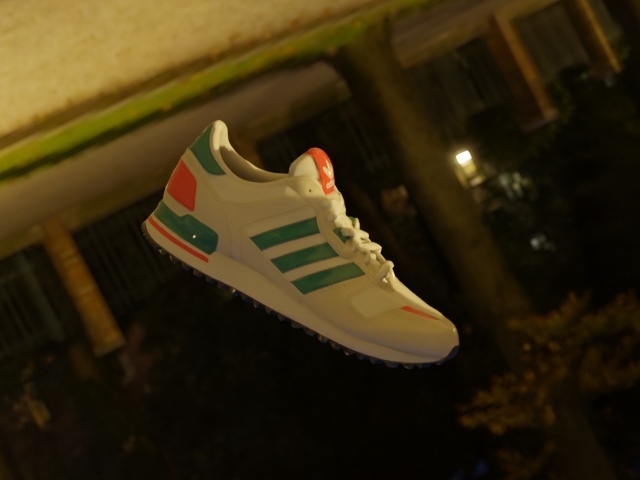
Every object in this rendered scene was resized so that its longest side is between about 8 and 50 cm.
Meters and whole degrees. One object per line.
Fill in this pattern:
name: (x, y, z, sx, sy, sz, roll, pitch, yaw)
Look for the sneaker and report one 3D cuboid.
sneaker: (0.000, 0.000, 0.681, 0.075, 0.161, 0.057, -65, 172, 9)
